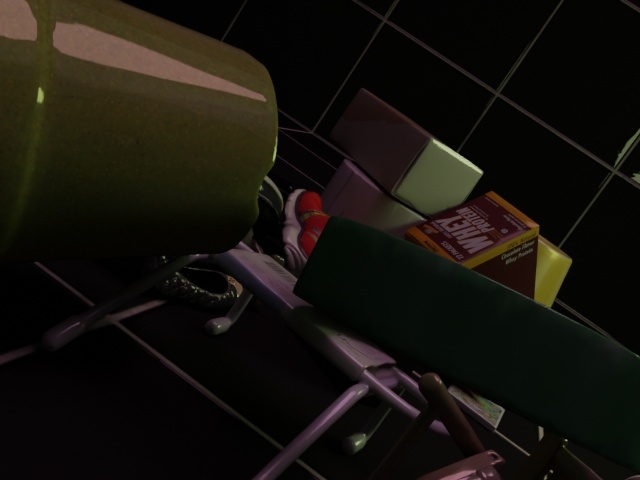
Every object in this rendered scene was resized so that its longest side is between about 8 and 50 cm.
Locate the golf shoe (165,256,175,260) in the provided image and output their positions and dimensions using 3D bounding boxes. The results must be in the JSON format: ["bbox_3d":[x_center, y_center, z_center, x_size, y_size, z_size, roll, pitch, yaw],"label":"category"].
[{"bbox_3d":[-0.267,-0.065,1.017,0.306,0.115,0.140,32,-20,22],"label":"golf shoe"}]

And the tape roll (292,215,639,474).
[{"bbox_3d":[0.134,0.085,0.728,0.321,0.077,0.321,26,-3,1],"label":"tape roll"}]

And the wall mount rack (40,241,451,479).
[{"bbox_3d":[-0.060,0.108,0.786,0.350,0.130,0.304,38,8,19],"label":"wall mount rack"}]

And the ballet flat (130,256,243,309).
[{"bbox_3d":[-0.142,0.044,0.983,0.057,0.049,0.173,42,14,32],"label":"ballet flat"}]

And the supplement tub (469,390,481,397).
[{"bbox_3d":[0.262,0.158,1.356,0.117,0.117,0.190,32,23,-8],"label":"supplement tub"}]

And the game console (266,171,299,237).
[{"bbox_3d":[-0.115,-0.090,1.646,0.213,0.044,0.361,29,11,-13],"label":"game console"}]

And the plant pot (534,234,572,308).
[{"bbox_3d":[0.376,0.089,1.762,0.254,0.239,0.254,33,11,-7],"label":"plant pot"}]

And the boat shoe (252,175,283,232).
[{"bbox_3d":[-0.160,-0.056,1.209,0.340,0.127,0.113,36,33,-55],"label":"boat shoe"}]

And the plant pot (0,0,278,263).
[{"bbox_3d":[-0.184,-0.088,0.699,0.254,0.276,0.276,7,25,-32],"label":"plant pot"}]

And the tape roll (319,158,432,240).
[{"bbox_3d":[0.101,-0.019,1.623,0.246,0.169,0.246,33,11,-7],"label":"tape roll"}]

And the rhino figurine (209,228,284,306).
[{"bbox_3d":[-0.127,-0.031,1.059,0.106,0.073,0.243,30,-28,45],"label":"rhino figurine"}]

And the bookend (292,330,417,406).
[{"bbox_3d":[0.059,0.094,1.066,0.072,0.156,0.157,23,14,-42],"label":"bookend"}]

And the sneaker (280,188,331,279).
[{"bbox_3d":[0.000,0.000,1.352,0.119,0.107,0.279,1,24,0],"label":"sneaker"}]

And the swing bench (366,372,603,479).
[{"bbox_3d":[0.172,0.266,0.666,0.255,0.165,0.253,30,10,-45],"label":"swing bench"}]

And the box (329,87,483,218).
[{"bbox_3d":[0.151,-0.162,1.617,0.148,0.121,0.311,28,12,-32],"label":"box"}]

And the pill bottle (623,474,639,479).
[{"bbox_3d":[0.430,0.363,1.150,0.086,0.086,0.152,37,12,14],"label":"pill bottle"}]

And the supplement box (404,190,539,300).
[{"bbox_3d":[0.265,0.052,1.524,0.129,0.191,0.194,46,-28,45],"label":"supplement box"}]

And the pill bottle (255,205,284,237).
[{"bbox_3d":[-0.133,-0.068,1.403,0.137,0.078,0.078,34,11,1],"label":"pill bottle"}]

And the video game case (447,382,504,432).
[{"bbox_3d":[0.231,0.243,1.294,0.087,0.011,0.122,36,11,14],"label":"video game case"}]
